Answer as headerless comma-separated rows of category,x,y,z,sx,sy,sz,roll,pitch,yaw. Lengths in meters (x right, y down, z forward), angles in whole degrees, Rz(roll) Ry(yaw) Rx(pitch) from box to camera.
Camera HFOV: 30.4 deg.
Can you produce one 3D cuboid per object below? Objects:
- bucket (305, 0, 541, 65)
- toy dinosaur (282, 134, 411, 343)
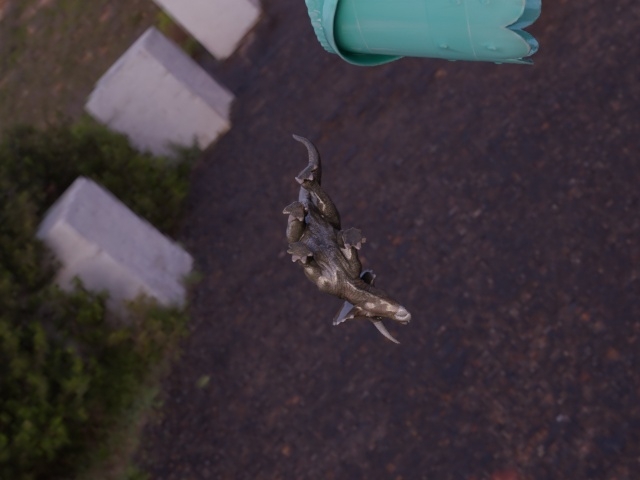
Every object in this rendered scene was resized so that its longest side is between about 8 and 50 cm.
bucket,0.093,-0.281,1.015,0.183,0.281,0.281,0,34,15
toy dinosaur,0.000,0.000,1.598,0.121,0.313,0.160,-27,-28,-10
